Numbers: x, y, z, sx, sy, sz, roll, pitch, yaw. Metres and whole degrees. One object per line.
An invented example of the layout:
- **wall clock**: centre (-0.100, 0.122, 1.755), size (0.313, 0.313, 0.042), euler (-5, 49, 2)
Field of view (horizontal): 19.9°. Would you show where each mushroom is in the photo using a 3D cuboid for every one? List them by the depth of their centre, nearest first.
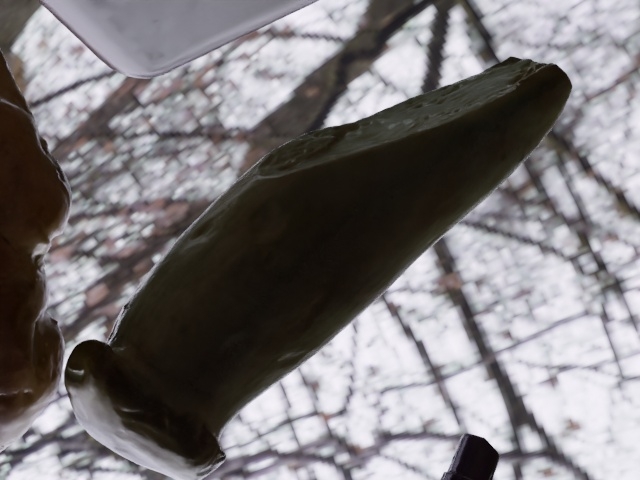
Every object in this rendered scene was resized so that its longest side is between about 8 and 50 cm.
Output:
- **mushroom**: centre (-0.003, -0.002, 1.024), size (0.333, 0.087, 0.107), euler (-44, -71, -7)

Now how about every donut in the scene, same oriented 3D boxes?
- **donut**: centre (-0.272, -0.007, 1.119), size (0.150, 0.317, 0.299), euler (-11, -80, -33)

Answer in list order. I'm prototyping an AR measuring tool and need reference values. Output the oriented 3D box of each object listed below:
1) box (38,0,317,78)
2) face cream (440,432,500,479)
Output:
- **box**: centre (-0.042, -0.226, 0.503), size (0.229, 0.339, 0.239), euler (-27, -115, 8)
- **face cream**: centre (0.060, 0.260, 1.222), size (0.078, 0.078, 0.273), euler (28, -104, -19)
